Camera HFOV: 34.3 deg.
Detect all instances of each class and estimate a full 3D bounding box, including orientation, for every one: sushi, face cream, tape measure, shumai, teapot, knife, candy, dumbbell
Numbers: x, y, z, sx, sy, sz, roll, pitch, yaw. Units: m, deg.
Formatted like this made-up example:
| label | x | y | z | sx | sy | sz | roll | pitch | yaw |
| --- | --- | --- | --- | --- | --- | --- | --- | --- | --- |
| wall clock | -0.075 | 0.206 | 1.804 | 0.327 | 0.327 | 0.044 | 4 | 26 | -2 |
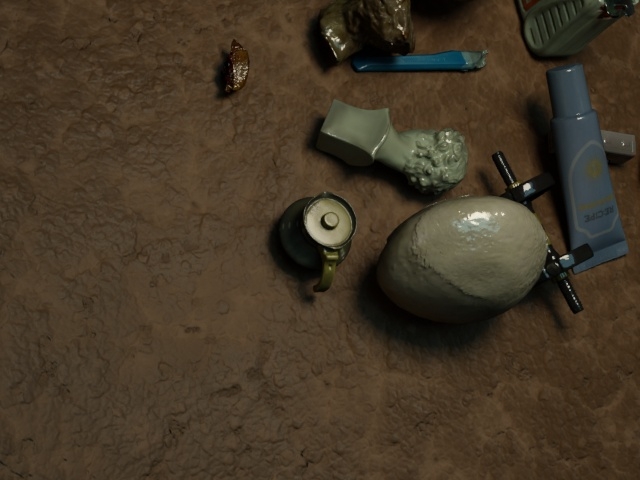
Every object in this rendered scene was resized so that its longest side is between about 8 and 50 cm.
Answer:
| label | x | y | z | sx | sy | sz | roll | pitch | yaw |
| --- | --- | --- | --- | --- | --- | --- | --- | --- | --- |
| sushi | -0.152 | -0.298 | 1.815 | 0.047 | 0.050 | 0.099 | 11 | 62 | -24 |
| face cream | 0.495 | -0.138 | 1.954 | 0.135 | 0.086 | 0.386 | -19 | 103 | -21 |
| tape measure | 0.496 | -0.490 | 2.032 | 0.125 | 0.243 | 0.246 | -4 | 74 | -23 |
| shumai | 0.076 | -0.402 | 1.882 | 0.175 | 0.206 | 0.167 | -14 | 95 | -4 |
| teapot | 0.000 | 0.000 | 1.734 | 0.130 | 0.119 | 0.166 | 0 | 73 | -21 |
| knife | 0.195 | -0.343 | 1.986 | 0.296 | 0.026 | 0.044 | -5 | 71 | -20 |
| candy | 0.242 | 0.037 | 1.733 | 0.295 | 0.295 | 0.185 | -4 | 59 | -23 |
| dumbbell | 0.393 | -0.016 | 1.883 | 0.143 | 0.143 | 0.326 | -23 | 82 | -27 |

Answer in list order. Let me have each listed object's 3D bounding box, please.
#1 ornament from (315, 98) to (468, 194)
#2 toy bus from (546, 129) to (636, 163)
| label | x | y | z | sx | sy | sz | roll | pitch | yaw |
| --- | --- | --- | --- | --- | --- | --- | --- | --- | --- |
| ornament | 0.131 | -0.163 | 1.844 | 0.285 | 0.120 | 0.130 | 12 | 70 | -16 |
| toy bus | 0.534 | -0.189 | 2.041 | 0.171 | 0.072 | 0.058 | 7 | 74 | -19 |
